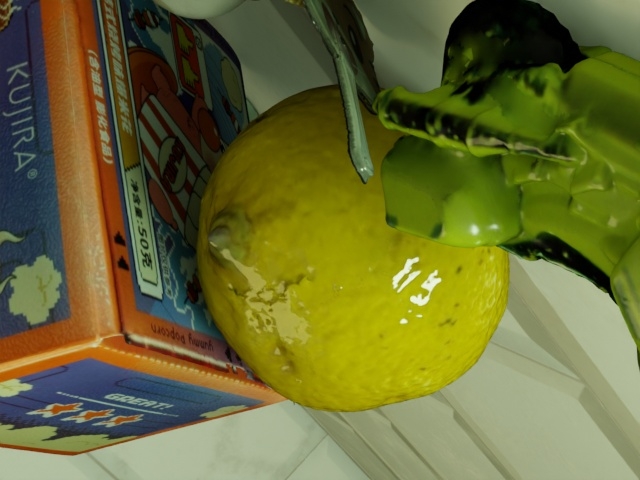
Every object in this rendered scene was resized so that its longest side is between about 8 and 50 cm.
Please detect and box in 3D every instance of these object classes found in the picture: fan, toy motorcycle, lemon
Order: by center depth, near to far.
[{"bbox_3d":[0.174,0.009,0.544,0.342,0.142,0.206,34,126,42],"label":"toy motorcycle"},{"bbox_3d":[0.010,-0.117,0.664,0.152,0.008,0.226,54,-160,-42],"label":"fan"},{"bbox_3d":[0.026,0.011,0.814,0.228,0.228,0.253,37,167,31],"label":"lemon"}]

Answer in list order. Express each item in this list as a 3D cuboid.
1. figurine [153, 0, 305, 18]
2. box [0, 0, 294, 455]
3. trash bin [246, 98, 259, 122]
[{"bbox_3d":[-0.112,-0.227,0.749,0.271,0.143,0.143,15,165,2],"label":"figurine"},{"bbox_3d":[-0.207,-0.023,0.933,0.318,0.257,0.348,36,-139,-63],"label":"box"},{"bbox_3d":[-0.146,-0.112,1.199,0.116,0.130,0.059,31,162,47],"label":"trash bin"}]
